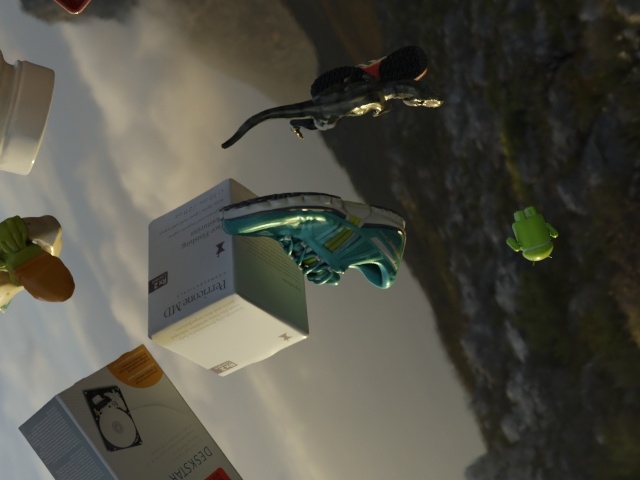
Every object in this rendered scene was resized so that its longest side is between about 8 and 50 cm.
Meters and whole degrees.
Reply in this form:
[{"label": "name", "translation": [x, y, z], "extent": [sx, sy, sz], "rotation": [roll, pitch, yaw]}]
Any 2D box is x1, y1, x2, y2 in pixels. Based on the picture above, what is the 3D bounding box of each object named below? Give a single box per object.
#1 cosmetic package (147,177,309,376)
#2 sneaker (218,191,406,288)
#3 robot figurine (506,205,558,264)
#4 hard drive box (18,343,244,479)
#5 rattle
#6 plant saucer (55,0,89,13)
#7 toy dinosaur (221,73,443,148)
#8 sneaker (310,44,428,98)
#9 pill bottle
[{"label": "cosmetic package", "translation": [-0.122, 0.051, 1.448], "extent": [0.151, 0.151, 0.184], "rotation": [35, -143, -42]}, {"label": "sneaker", "translation": [0.000, 0.000, 1.372], "extent": [0.107, 0.275, 0.110], "rotation": [-5, 77, 54]}, {"label": "robot figurine", "translation": [0.436, -0.010, 2.269], "extent": [0.067, 0.101, 0.115], "rotation": [155, 94, -79]}, {"label": "hard drive box", "translation": [-0.225, 0.268, 1.356], "extent": [0.232, 0.089, 0.181], "rotation": [53, -150, 3]}, {"label": "rattle", "translation": [-0.364, 0.074, 1.354], "extent": [0.142, 0.200, 0.130], "rotation": [40, -150, 10]}, {"label": "plant saucer", "translation": [-0.323, -0.460, 1.361], "extent": [0.258, 0.259, 0.048], "rotation": [39, -177, -31]}, {"label": "toy dinosaur", "translation": [0.009, -0.160, 1.339], "extent": [0.118, 0.268, 0.064], "rotation": [-114, 9, -82]}, {"label": "sneaker", "translation": [0.068, -0.211, 1.472], "extent": [0.075, 0.161, 0.057], "rotation": [9, -117, -80]}, {"label": "pill bottle", "translation": [-0.652, -0.244, 1.809], "extent": [0.224, 0.392, 0.224], "rotation": [-166, 90, -68]}]
